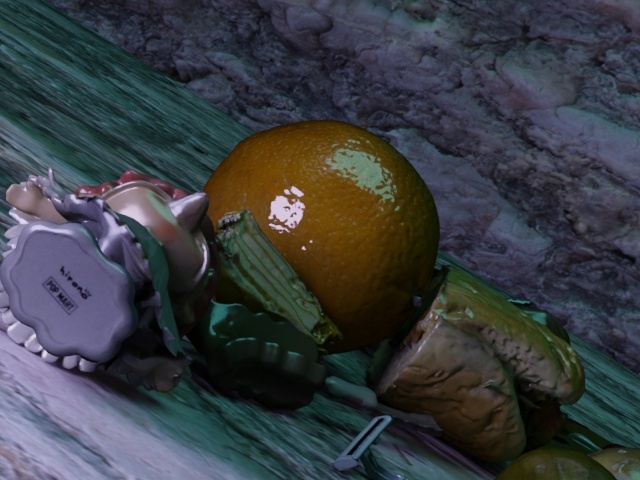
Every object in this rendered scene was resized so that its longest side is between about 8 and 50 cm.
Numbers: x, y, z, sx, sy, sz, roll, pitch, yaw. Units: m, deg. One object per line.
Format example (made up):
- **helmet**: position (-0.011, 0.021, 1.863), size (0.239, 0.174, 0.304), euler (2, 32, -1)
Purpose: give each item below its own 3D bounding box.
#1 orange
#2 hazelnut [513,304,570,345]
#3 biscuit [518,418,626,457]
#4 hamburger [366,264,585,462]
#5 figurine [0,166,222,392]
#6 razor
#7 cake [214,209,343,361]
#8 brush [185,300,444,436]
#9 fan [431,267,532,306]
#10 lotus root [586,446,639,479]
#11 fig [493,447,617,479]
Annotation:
- **orange**: position (0.000, 0.000, 1.588), size (0.264, 0.264, 0.264), euler (29, 8, -4)
- **hazelnut**: position (0.243, 0.150, 1.923), size (0.150, 0.150, 0.150), euler (29, 8, -4)
- **biscuit**: position (0.397, 0.296, 1.846), size (0.432, 0.064, 0.283), euler (24, 10, -41)
- **hamburger**: position (0.175, 0.144, 1.640), size (0.209, 0.162, 0.330), euler (34, 3, 1)
- **figurine**: position (-0.153, 0.015, 1.255), size (0.207, 0.166, 0.387), euler (47, 11, 1)
- **razor**: position (0.112, 0.238, 1.307), size (0.211, 0.036, 0.084), euler (37, 33, 10)
- **cake**: position (-0.041, 0.059, 1.419), size (0.116, 0.185, 0.080), euler (9, 39, 10)
- **brush**: position (0.002, 0.137, 1.413), size (0.301, 0.071, 0.084), euler (25, 21, -36)
- **fan**: position (0.107, 0.062, 1.888), size (0.335, 0.011, 0.229), euler (8, -18, -15)
- **lotus root**: position (0.296, 0.264, 1.405), size (0.154, 0.154, 0.278), euler (34, 4, 28)
- **fig**: position (0.197, 0.247, 1.182), size (0.126, 0.133, 0.185), euler (43, 6, -30)
